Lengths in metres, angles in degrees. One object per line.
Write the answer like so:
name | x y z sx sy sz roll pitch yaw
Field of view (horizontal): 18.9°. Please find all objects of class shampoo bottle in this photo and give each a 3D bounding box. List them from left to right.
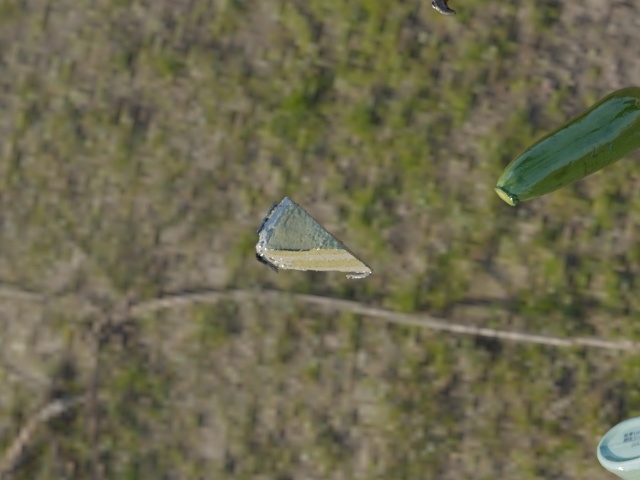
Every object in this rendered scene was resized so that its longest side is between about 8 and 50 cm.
shampoo bottle | 0.272 0.173 1.287 0.069 0.191 0.041 -26 43 44

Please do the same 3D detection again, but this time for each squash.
squash | 0.269 -0.096 1.998 0.066 0.201 0.066 55 168 17

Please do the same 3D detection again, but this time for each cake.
cake | 0.000 0.000 1.782 0.121 0.052 0.065 7 63 44

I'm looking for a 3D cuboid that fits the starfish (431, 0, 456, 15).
starfish | 0.171 -0.294 1.677 0.057 0.238 0.213 -111 1 -55
